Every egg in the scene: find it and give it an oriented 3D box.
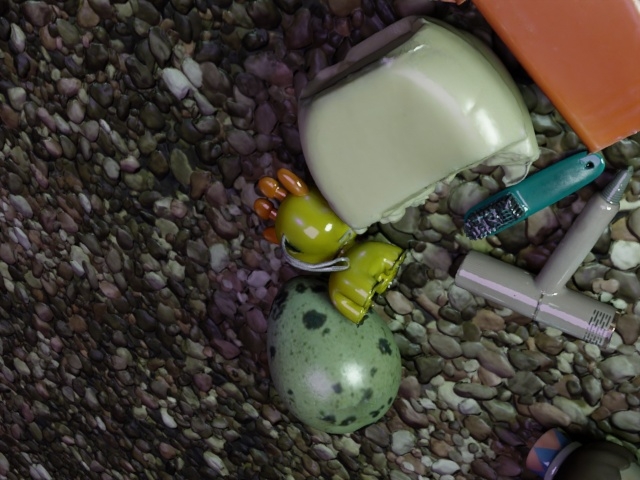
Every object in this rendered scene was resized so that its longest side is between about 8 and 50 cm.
[{"bbox_3d":[0.012,0.153,1.124,0.177,0.177,0.228,-36,80,41],"label":"egg"}]

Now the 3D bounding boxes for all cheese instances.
[{"bbox_3d":[0.102,-0.121,0.936,0.266,0.127,0.233,-24,105,42],"label":"cheese"}]

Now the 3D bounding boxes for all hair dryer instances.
[{"bbox_3d":[0.270,0.000,0.944,0.195,0.053,0.220,22,126,20],"label":"hair dryer"}]

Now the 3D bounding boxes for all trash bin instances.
[{"bbox_3d":[0.240,-0.210,0.774,0.184,0.161,0.238,-25,105,40],"label":"trash bin"}]

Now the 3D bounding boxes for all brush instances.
[{"bbox_3d":[0.240,-0.048,0.950,0.193,0.032,0.043,-31,97,42],"label":"brush"}]

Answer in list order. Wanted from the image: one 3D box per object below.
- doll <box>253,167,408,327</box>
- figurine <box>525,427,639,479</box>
[{"bbox_3d":[0.000,0.000,1.066,0.221,0.135,0.143,38,145,13],"label":"doll"},{"bbox_3d":[0.385,0.322,1.005,0.276,0.161,0.158,12,99,26],"label":"figurine"}]
